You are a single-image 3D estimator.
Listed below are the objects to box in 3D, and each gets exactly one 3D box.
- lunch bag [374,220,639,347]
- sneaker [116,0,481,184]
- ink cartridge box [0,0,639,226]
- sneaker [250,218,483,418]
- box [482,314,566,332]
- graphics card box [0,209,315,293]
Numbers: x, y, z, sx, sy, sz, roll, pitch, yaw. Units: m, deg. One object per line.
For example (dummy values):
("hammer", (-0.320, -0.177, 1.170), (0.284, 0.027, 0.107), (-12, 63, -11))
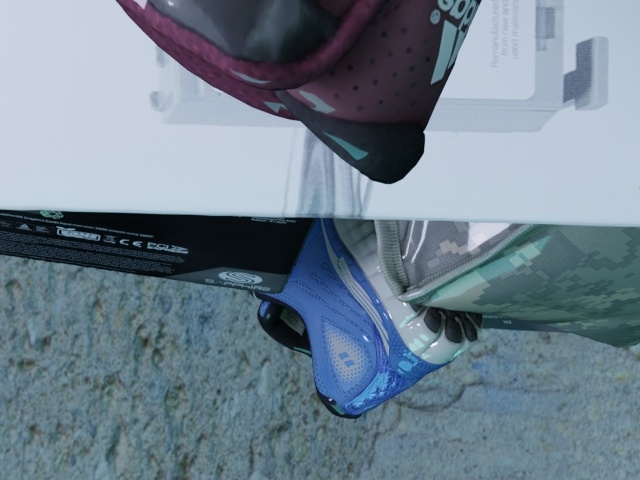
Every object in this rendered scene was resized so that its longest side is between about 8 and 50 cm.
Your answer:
("lunch bag", (0.182, -0.079, 0.816), (0.287, 0.169, 0.235), (-27, 158, 28))
("sneaker", (0.052, -0.090, 0.355), (0.281, 0.163, 0.106), (2, 174, 4))
("ink cartridge box", (0.026, -0.099, 0.573), (0.283, 0.117, 0.207), (2, -153, 0))
("sneaker", (0.000, 0.000, 1.359), (0.129, 0.147, 0.330), (33, -157, -33))
("box", (0.273, -0.012, 1.342), (0.242, 0.077, 0.307), (-27, -165, -33))
("graphics card box", (-0.099, -0.084, 1.030), (0.232, 0.094, 0.371), (8, 156, -7))
